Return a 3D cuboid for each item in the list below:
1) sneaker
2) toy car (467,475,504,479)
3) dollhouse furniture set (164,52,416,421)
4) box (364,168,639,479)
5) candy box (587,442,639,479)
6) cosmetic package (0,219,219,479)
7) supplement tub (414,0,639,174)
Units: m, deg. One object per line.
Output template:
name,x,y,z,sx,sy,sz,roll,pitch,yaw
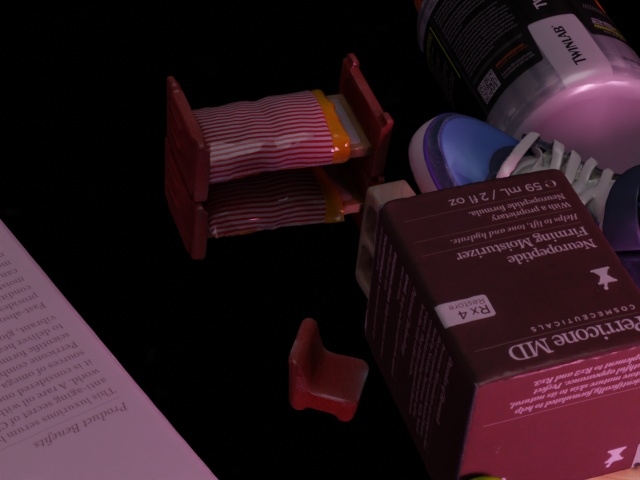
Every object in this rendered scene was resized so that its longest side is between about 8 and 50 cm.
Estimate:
sneaker,0.254,-0.046,1.445,0.323,0.236,0.130,43,53,2
toy car,0.172,0.291,1.245,0.188,0.149,0.155,16,41,-33
dollhouse furniture set,0.000,0.000,1.493,0.201,0.152,0.374,-11,45,-19
box,0.150,0.078,1.289,0.169,0.167,0.203,-12,47,-16
candy box,0.316,0.175,1.390,0.317,0.087,0.183,9,43,3
cosmetic package,-0.296,0.145,1.286,0.230,0.161,0.453,-23,50,-29
supplement tub,0.222,-0.192,1.705,0.194,0.193,0.316,-8,45,-16
